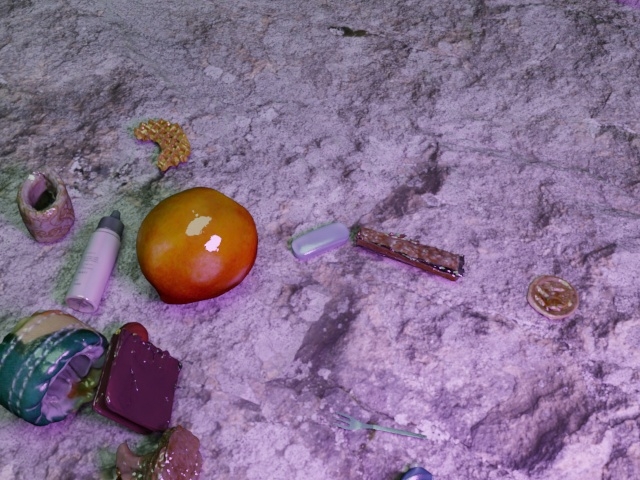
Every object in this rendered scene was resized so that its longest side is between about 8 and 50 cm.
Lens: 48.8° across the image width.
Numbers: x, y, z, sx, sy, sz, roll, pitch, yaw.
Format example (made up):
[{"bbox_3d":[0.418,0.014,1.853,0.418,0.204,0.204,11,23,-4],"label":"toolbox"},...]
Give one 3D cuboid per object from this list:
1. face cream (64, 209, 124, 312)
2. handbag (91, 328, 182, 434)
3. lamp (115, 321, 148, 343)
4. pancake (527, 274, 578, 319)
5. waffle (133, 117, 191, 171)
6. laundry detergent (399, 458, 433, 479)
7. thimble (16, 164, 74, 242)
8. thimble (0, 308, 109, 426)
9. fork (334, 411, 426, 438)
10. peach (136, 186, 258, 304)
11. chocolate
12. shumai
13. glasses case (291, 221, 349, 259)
[{"bbox_3d":[-0.609,0.044,1.943,0.092,0.092,0.312,10,57,2],"label":"face cream"},{"bbox_3d":[-0.441,0.343,1.707,0.074,0.203,0.216,-20,49,30],"label":"handbag"},{"bbox_3d":[-0.488,0.259,1.815,0.101,0.090,0.101,-23,49,30],"label":"lamp"},{"bbox_3d":[0.665,0.163,2.014,0.151,0.025,0.152,3,55,-4],"label":"pancake"},{"bbox_3d":[-0.491,-0.303,2.207,0.149,0.051,0.194,-20,66,-17],"label":"waffle"},{"bbox_3d":[0.234,0.617,1.656,0.096,0.061,0.206,-2,57,-4],"label":"laundry detergent"},{"bbox_3d":[-0.775,-0.103,1.994,0.137,0.143,0.191,-7,58,-9],"label":"thimble"},{"bbox_3d":[-0.630,0.300,1.657,0.167,0.288,0.254,28,73,15],"label":"thimble"},{"bbox_3d":[0.149,0.474,1.769,0.235,0.021,0.039,12,61,2],"label":"fork"},{"bbox_3d":[-0.332,0.020,1.877,0.307,0.308,0.332,30,75,15],"label":"peach"},{"bbox_3d":[0.257,0.038,2.042,0.329,0.065,0.102,19,38,7],"label":"chocolate"},{"bbox_3d":[-0.380,0.528,1.629,0.175,0.166,0.206,-3,40,25],"label":"shumai"},{"bbox_3d":[0.000,0.000,2.052,0.178,0.045,0.067,-23,61,-18],"label":"glasses case"}]
